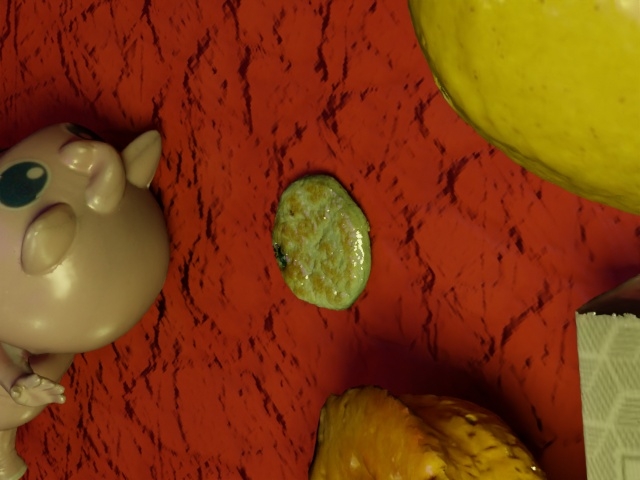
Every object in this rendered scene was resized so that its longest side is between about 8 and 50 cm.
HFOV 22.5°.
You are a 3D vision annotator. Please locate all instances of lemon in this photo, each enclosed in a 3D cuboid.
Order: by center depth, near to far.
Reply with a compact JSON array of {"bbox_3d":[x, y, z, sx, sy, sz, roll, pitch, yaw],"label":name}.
[{"bbox_3d":[0.145,-0.114,0.692,0.260,0.204,0.204,37,123,28],"label":"lemon"}]

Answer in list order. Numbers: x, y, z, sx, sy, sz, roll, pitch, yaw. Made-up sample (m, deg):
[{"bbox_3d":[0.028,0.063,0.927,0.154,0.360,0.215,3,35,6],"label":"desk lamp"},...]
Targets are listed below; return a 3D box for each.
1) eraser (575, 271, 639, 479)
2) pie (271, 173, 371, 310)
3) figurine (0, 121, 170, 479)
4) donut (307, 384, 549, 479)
[{"bbox_3d":[0.200,0.219,0.803,0.098,0.096,0.403,2,102,40],"label":"eraser"},{"bbox_3d":[0.000,0.000,0.971,0.085,0.017,0.085,13,109,40],"label":"pie"},{"bbox_3d":[-0.212,0.033,1.072,0.186,0.176,0.287,32,140,2],"label":"figurine"},{"bbox_3d":[0.058,0.198,0.856,0.253,0.118,0.253,170,90,-75],"label":"donut"}]
